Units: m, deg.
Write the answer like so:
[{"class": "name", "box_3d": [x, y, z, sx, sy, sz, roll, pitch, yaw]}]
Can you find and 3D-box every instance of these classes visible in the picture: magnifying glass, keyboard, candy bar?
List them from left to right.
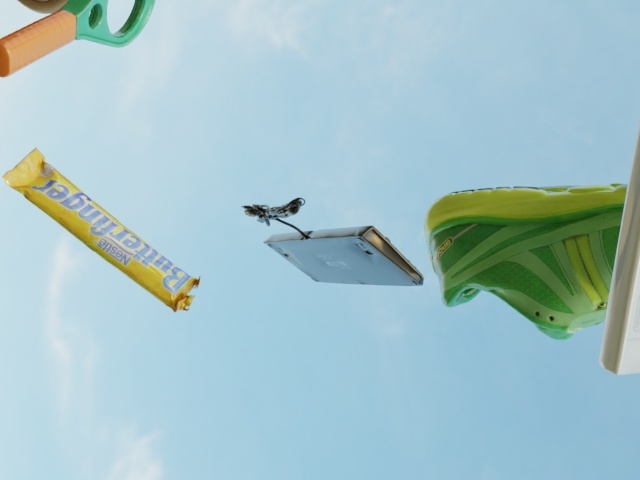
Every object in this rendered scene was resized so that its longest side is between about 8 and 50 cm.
[{"class": "magnifying glass", "box_3d": [-0.206, -0.195, 0.704, 0.026, 0.231, 0.092, 22, -54, 10]}, {"class": "candy bar", "box_3d": [-0.155, -0.005, 0.591, 0.018, 0.161, 0.040, -38, -162, 41]}, {"class": "keyboard", "box_3d": [0.000, 0.000, 1.144, 0.033, 0.201, 0.317, -59, -158, -17]}]

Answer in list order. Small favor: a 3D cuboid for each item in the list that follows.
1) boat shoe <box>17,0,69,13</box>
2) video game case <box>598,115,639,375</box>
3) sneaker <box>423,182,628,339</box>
[{"class": "boat shoe", "box_3d": [-0.338, -0.370, 0.822, 0.109, 0.302, 0.098, -33, -169, -11]}, {"class": "video game case", "box_3d": [0.217, -0.010, 0.413, 0.019, 0.143, 0.157, -138, -131, -65]}, {"class": "sneaker", "box_3d": [0.220, 0.017, 0.634, 0.295, 0.109, 0.124, 1, -85, 41]}]
